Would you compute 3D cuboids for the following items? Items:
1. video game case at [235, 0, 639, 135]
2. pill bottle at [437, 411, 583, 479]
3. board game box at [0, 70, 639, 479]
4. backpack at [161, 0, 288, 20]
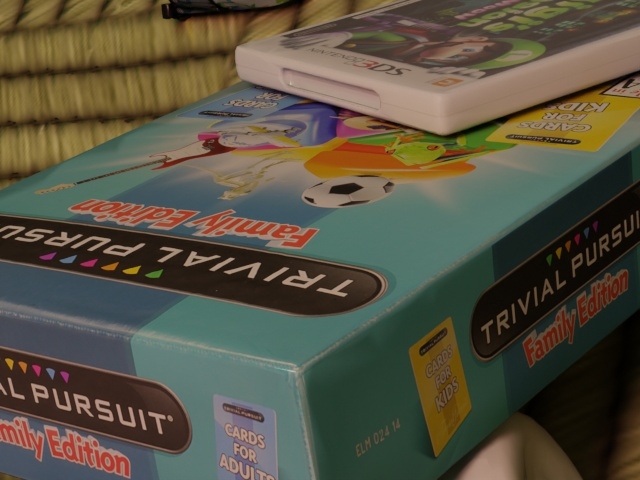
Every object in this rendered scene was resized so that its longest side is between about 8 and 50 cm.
[{"bbox_3d":[0.081,-0.099,0.777,0.190,0.022,0.173,-20,23,-29],"label":"video game case"},{"bbox_3d":[-0.013,0.190,0.651,0.278,0.162,0.162,-26,50,18],"label":"pill bottle"},{"bbox_3d":[0.000,0.000,0.691,0.254,0.079,0.336,8,25,37],"label":"board game box"},{"bbox_3d":[-0.054,-0.197,0.989,0.114,0.084,0.105,6,67,34],"label":"backpack"}]
